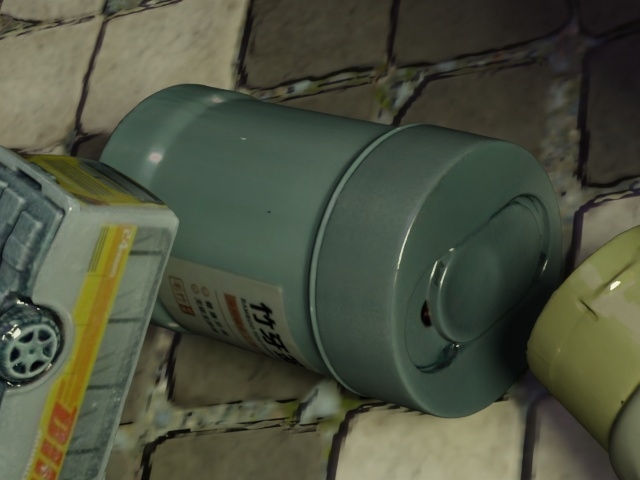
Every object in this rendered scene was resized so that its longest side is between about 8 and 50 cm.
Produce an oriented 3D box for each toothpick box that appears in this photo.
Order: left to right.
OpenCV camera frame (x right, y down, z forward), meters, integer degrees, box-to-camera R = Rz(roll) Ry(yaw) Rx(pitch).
[{"bbox_3d":[0.000,0.000,0.662,0.153,0.101,0.101,14,64,41],"label":"toothpick box"}]

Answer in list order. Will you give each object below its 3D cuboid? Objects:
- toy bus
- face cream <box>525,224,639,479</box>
[{"bbox_3d":[-0.113,0.061,0.649,0.064,0.075,0.190,32,113,39],"label":"toy bus"},{"bbox_3d":[0.158,0.089,0.531,0.114,0.070,0.224,-42,57,-3],"label":"face cream"}]
